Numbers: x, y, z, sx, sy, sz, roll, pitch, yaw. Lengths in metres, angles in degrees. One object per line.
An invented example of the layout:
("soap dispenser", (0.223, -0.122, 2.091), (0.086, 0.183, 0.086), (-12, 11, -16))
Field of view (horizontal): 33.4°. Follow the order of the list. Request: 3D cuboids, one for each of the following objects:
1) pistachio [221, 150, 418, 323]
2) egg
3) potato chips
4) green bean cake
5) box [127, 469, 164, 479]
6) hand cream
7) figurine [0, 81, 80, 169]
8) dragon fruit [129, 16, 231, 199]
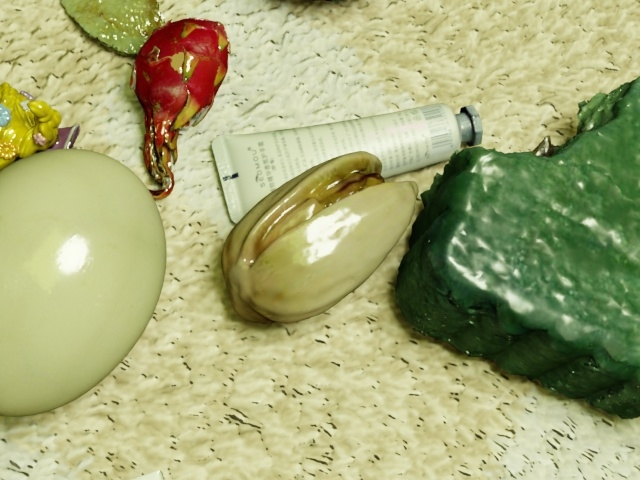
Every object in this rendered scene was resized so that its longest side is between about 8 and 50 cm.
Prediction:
("pistachio", (0.000, 0.000, 1.013), (0.206, 0.131, 0.129), (-36, 60, -14))
("egg", (-0.234, 0.036, 0.921), (0.185, 0.186, 0.242), (25, 80, -3))
("potato chips", (-0.219, -0.288, 1.117), (0.142, 0.026, 0.209), (-38, 81, -17))
("green bean cake", (0.253, -0.012, 1.052), (0.300, 0.169, 0.308), (25, 68, -5))
("box", (-0.165, 0.320, 0.908), (0.122, 0.032, 0.221), (-16, 71, -8))
("hand cream", (0.032, -0.090, 1.092), (0.276, 0.059, 0.095), (-13, 79, -11))
("figurine", (-0.307, -0.109, 0.992), (0.156, 0.115, 0.095), (18, 59, -4))
("dragon fruit", (-0.149, -0.137, 1.051), (0.094, 0.094, 0.191), (20, 81, -5))
